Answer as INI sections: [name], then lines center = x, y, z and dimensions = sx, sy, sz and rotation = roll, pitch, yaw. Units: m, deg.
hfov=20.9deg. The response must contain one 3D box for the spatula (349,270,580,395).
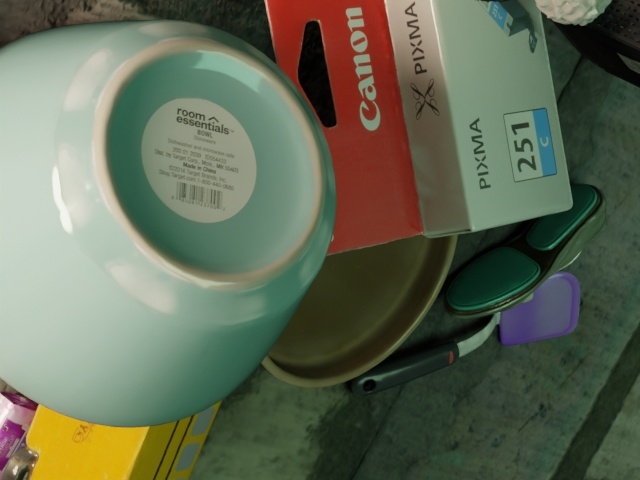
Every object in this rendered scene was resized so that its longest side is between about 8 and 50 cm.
[spatula]
center = 0.150, 0.102, 1.780
dimensions = 0.296, 0.030, 0.084
rotation = -20, 126, -32

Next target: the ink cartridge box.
[ink cartridge box]
center = 0.082, -0.149, 1.430
dimensions = 0.261, 0.066, 0.296
rotation = -12, 93, -42

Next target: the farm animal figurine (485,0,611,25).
[farm animal figurine]
center = 0.164, -0.330, 1.302
dimensions = 0.330, 0.172, 0.326
rotation = 2, 107, -43

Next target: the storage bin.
[storage bin]
center = 0.315, -0.197, 1.636
dimensions = 0.084, 0.180, 0.122
rotation = -54, 138, -2

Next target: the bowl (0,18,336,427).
[bowl]
center = -0.111, -0.032, 1.241
dimensions = 0.312, 0.163, 0.311
rotation = 10, 71, -31

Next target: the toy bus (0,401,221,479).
[toy bus]
center = -0.162, 0.152, 1.433
dimensions = 0.130, 0.108, 0.332
rotation = 1, 115, -62

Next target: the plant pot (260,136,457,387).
[plant pot]
center = 0.000, 0.000, 1.521
dimensions = 0.237, 0.110, 0.237
rotation = -22, 129, -31

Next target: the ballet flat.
[ballet flat]
center = 0.214, 0.026, 1.763
dimensions = 0.213, 0.072, 0.068
rotation = -39, 139, -19

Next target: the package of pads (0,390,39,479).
[package of pads]
center = -0.265, 0.167, 1.437
dimensions = 0.050, 0.032, 0.083
rotation = 26, 96, -52
